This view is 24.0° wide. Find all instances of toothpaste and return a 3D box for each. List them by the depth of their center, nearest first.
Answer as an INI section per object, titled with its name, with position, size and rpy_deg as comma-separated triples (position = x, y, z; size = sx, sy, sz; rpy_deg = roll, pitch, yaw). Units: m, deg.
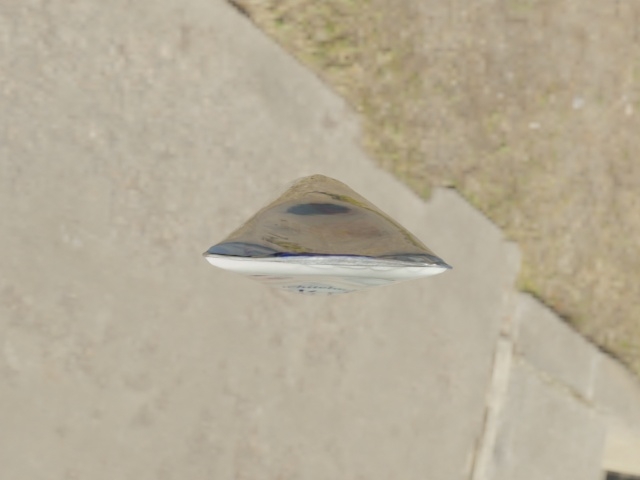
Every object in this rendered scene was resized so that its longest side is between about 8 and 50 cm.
[toothpaste]
position = 0.000, 0.000, 0.753
size = 0.323, 0.100, 0.066
rpy_deg = -111, -155, -87
